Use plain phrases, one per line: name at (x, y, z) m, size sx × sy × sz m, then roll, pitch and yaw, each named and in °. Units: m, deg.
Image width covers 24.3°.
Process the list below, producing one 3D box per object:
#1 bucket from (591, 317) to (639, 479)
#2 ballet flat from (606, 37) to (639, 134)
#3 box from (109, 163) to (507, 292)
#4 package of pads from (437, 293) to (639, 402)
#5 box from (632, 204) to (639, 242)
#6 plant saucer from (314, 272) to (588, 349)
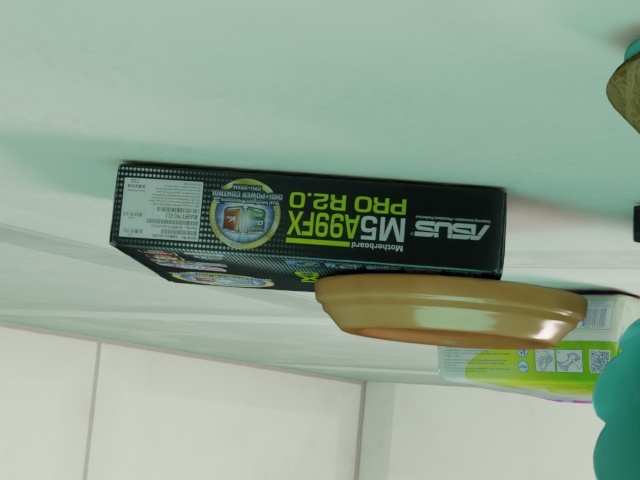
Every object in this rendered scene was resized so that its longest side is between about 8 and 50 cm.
bucket at (0.349, 0.140, 1.046) m, size 0.281 × 0.281 × 0.183 m, roll -2°, pitch -168°, yaw 42°
ballet flat at (0.280, -0.004, 0.664) m, size 0.342 × 0.124 × 0.116 m, roll 9°, pitch 171°, yaw -25°
box at (0.000, 0.000, 1.100) m, size 0.270 × 0.060 × 0.216 m, roll 4°, pitch 172°, yaw 5°
package of pads at (0.290, 0.121, 1.635) m, size 0.229 × 0.101 × 0.296 m, roll -3°, pitch 168°, yaw 38°
box at (0.300, -0.008, 0.966) m, size 0.116 × 0.029 × 0.162 m, roll 10°, pitch 172°, yaw -32°
plant saucer at (0.094, 0.055, 1.088) m, size 0.199 × 0.037 × 0.200 m, roll 4°, pitch 172°, yaw 1°
